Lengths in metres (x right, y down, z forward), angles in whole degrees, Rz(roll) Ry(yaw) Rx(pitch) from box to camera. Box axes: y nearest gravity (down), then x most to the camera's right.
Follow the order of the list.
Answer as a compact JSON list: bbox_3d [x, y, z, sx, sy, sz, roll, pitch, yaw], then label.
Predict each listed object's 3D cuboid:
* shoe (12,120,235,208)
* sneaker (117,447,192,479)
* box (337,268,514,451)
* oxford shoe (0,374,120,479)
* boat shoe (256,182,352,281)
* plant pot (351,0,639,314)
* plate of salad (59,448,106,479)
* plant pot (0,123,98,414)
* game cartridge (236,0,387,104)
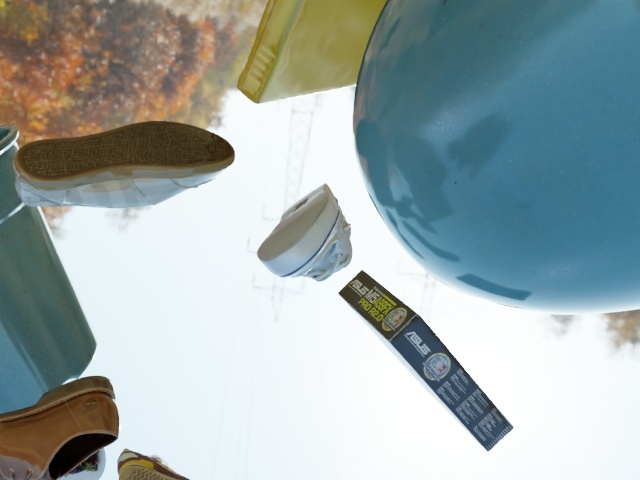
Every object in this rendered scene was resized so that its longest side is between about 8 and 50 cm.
[{"bbox_3d":[-0.190,-0.071,0.791,0.219,0.058,0.077,-9,-128,-29],"label":"shoe"},{"bbox_3d":[-0.263,0.411,1.373,0.185,0.070,0.084,38,-175,-25],"label":"sneaker"},{"bbox_3d":[0.160,0.183,1.255,0.270,0.060,0.216,48,176,-23],"label":"box"},{"bbox_3d":[-0.295,0.213,0.788,0.212,0.076,0.076,-28,-125,1],"label":"oxford shoe"},{"bbox_3d":[0.000,0.000,0.887,0.095,0.084,0.258,-34,-171,16],"label":"boat shoe"},{"bbox_3d":[0.161,-0.088,0.483,0.293,0.293,0.235,-5,160,-42],"label":"plant pot"},{"bbox_3d":[-0.497,0.395,1.489,0.199,0.200,0.048,10,-156,5],"label":"plate of salad"},{"bbox_3d":[-0.493,0.065,1.097,0.341,0.334,0.341,-18,-157,8],"label":"plant pot"},{"bbox_3d":[0.058,-0.318,0.938,0.052,0.324,0.285,44,-143,19],"label":"game cartridge"}]
